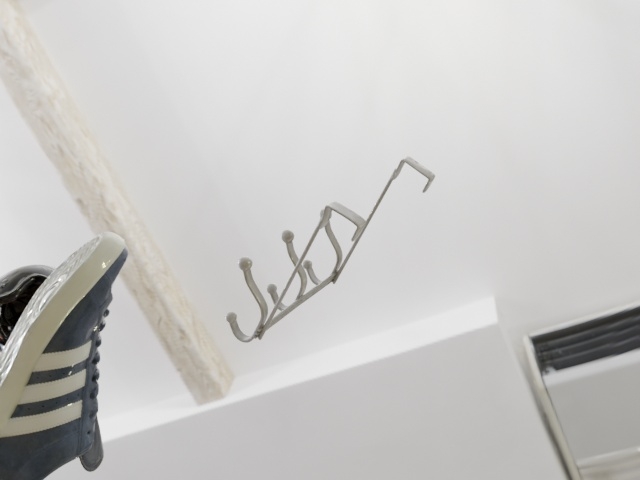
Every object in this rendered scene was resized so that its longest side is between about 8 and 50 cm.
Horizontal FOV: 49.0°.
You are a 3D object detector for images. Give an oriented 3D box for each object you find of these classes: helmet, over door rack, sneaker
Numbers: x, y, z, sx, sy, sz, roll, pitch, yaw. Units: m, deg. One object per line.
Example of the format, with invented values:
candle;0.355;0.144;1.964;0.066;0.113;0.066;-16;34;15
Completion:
helmet;-0.528;0.122;1.292;0.169;0.161;0.169;26;-52;38
over door rack;0.000;0.000;1.069;0.108;0.239;0.324;48;-50;7
sneaker;-0.284;0.164;0.777;0.148;0.131;0.350;34;-104;-24
